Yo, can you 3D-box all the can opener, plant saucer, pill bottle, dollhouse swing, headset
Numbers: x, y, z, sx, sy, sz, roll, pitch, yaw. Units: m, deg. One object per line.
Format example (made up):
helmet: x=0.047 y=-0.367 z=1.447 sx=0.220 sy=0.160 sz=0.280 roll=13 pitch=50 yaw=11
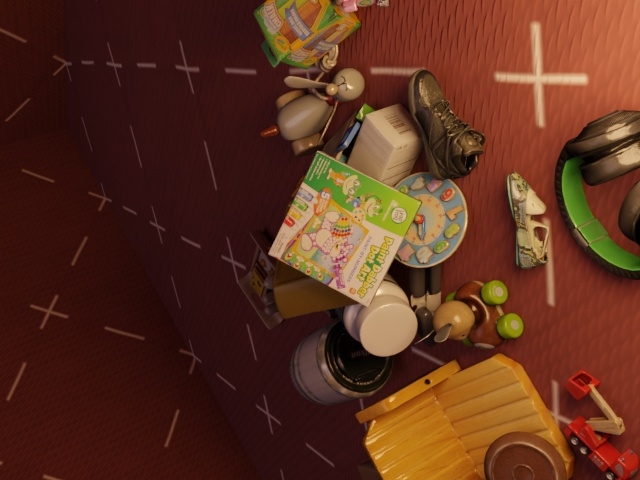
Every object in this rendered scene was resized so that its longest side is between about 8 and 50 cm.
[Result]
can opener: x=0.247 y=0.109 z=1.556 sx=0.095 sy=0.076 sz=0.283 roll=-124 pitch=25 yaw=-58
plant saucer: x=0.000 y=0.000 z=1.647 sx=0.332 sy=0.081 sz=0.333 roll=-18 pitch=57 yaw=47
plant saucer: x=0.422 y=0.484 z=1.427 sx=0.168 sy=0.029 sz=0.168 roll=1 pitch=94 yaw=23
pill bottle: x=0.114 y=0.145 z=1.635 sx=0.283 sy=0.161 sz=0.161 roll=-123 pitch=23 yaw=-62
dollhouse swing: x=0.313 y=0.463 z=1.523 sx=0.347 sy=0.315 sz=0.305 roll=62 pitch=161 yaw=10
headset: x=0.495 y=-0.101 z=1.008 sx=0.243 sy=0.185 sz=0.394 roll=60 pitch=165 yaw=20

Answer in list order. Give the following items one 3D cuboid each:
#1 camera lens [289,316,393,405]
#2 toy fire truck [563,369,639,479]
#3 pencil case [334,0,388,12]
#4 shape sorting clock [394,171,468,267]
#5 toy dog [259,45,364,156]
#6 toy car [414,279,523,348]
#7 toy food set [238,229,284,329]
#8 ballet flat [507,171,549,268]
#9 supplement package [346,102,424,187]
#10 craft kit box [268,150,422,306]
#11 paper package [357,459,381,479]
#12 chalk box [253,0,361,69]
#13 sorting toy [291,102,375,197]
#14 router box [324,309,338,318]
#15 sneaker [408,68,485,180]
camera lens: x=0.054 y=0.334 z=1.888 sx=0.219 sy=0.219 sz=0.274 roll=63 pitch=150 yaw=7
toy fire truck: x=0.532 y=0.356 z=1.305 sx=0.192 sy=0.047 sz=0.135 roll=47 pitch=143 yaw=30
pencil case: x=0.064 y=-0.596 z=1.333 sx=0.124 sy=0.124 sz=0.284 roll=19 pitch=125 yaw=52
shape sorting clock: x=0.215 y=-0.045 z=1.462 sx=0.206 sy=0.040 sz=0.206 roll=-4 pitch=83 yaw=39
toy dog: x=-0.040 y=-0.315 z=1.654 sx=0.220 sy=0.161 sz=0.334 roll=55 pitch=148 yaw=19
toy car: x=0.291 y=0.180 z=1.431 sx=0.155 sy=0.188 sz=0.149 roll=-30 pitch=84 yaw=60
toy food set: x=-0.190 y=0.134 z=2.274 sx=0.220 sy=0.092 sz=0.306 roll=53 pitch=147 yaw=23
ballet flat: x=0.388 y=-0.038 z=1.267 sx=0.070 sy=0.070 sz=0.188 roll=15 pitch=124 yaw=54
supplement package: x=0.142 y=-0.191 z=1.502 sx=0.105 sy=0.105 sz=0.179 roll=52 pitch=147 yaw=22
craft kit box: x=0.051 y=-0.025 z=1.457 sx=0.246 sy=0.061 sz=0.250 roll=26 pitch=99 yaw=6
paper package: x=0.290 y=0.707 z=1.818 sx=0.325 sy=0.168 sz=0.309 roll=-20 pitch=91 yaw=61
chalk box: x=-0.047 y=-0.467 z=1.499 sx=0.213 sy=0.132 sz=0.132 roll=-33 pitch=80 yaw=25
sorting toy: x=0.032 y=-0.196 z=1.623 sx=0.047 sy=0.196 sz=0.347 roll=33 pitch=151 yaw=-11
router box: x=0.015 y=0.158 z=2.012 sx=0.122 sy=0.038 sz=0.092 roll=42 pitch=141 yaw=37
sneaker: x=0.249 y=-0.226 z=1.329 sx=0.130 sy=0.087 sz=0.228 roll=4 pitch=116 yaw=55
